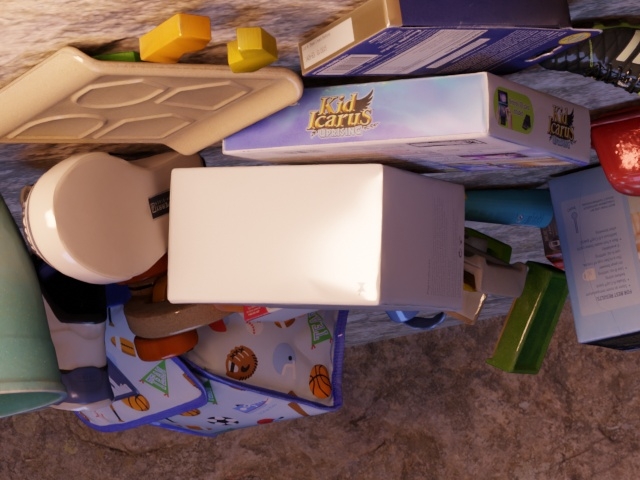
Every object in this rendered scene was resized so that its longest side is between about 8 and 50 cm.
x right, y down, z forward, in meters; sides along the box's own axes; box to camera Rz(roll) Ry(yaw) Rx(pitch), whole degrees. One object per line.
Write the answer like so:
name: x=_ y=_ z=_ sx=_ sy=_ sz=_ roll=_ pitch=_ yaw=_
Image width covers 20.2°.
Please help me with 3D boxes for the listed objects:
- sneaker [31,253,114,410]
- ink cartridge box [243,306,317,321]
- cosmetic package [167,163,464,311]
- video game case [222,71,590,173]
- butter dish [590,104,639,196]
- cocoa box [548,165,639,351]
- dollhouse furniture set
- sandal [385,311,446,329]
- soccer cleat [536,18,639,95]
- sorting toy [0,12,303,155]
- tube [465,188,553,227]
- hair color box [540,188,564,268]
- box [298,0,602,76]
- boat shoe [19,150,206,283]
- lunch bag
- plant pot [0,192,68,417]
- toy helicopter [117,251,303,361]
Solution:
sneaker: x=-0.354 y=0.087 z=2.359 sx=0.127 sy=0.182 sz=0.315 roll=-1 pitch=-163 yaw=-35
ink cartridge box: x=-0.045 y=0.013 z=2.131 sx=0.063 sy=0.150 sz=0.109 roll=2 pitch=166 yaw=-35
cosmetic package: x=0.000 y=0.000 z=1.777 sx=0.224 sy=0.138 sz=0.225 roll=0 pitch=178 yaw=24
video game case: x=0.085 y=-0.105 z=1.693 sx=0.269 sy=0.061 sz=0.244 roll=-2 pitch=175 yaw=29
butter dish: x=0.382 y=-0.089 z=2.035 sx=0.160 sy=0.118 sz=0.160 roll=-12 pitch=171 yaw=17
cocoa box: x=0.508 y=-0.001 z=2.337 sx=0.347 sy=0.231 sz=0.228 roll=-15 pitch=168 yaw=27
dollhouse furniture set: x=0.178 y=0.069 z=2.413 sx=0.197 sy=0.151 sz=0.301 roll=26 pitch=-172 yaw=30
sandal: x=0.112 y=0.052 z=2.568 sx=0.126 sy=0.138 sz=0.317 roll=-12 pitch=169 yaw=28
soccer cleat: x=0.283 y=-0.162 z=1.638 sx=0.179 sy=0.072 sz=0.060 roll=-6 pitch=170 yaw=-19
sorting toy: x=-0.135 y=-0.135 z=1.515 sx=0.229 sy=0.041 sz=0.307 roll=3 pitch=165 yaw=-36
tube: x=0.206 y=-0.045 z=2.358 sx=0.207 sy=0.052 sz=0.080 roll=1 pitch=162 yaw=-27
hair color box: x=0.337 y=-0.016 z=2.505 sx=0.053 sy=0.093 sz=0.167 roll=-13 pitch=171 yaw=13
box: x=0.111 y=-0.172 z=1.516 sx=0.225 sy=0.036 sz=0.136 roll=-2 pitch=169 yaw=-32
boat shoe: x=-0.235 y=-0.019 z=1.733 sx=0.158 sy=0.127 sz=0.340 roll=-9 pitch=-179 yaw=20
lunch bag: x=-0.204 y=0.152 z=2.591 sx=0.385 sy=0.239 sz=0.328 roll=19 pitch=156 yaw=-36
plant pot: x=-0.376 y=0.034 z=1.599 sx=0.272 sy=0.255 sz=0.271 roll=-9 pitch=171 yaw=-1
toy helicopter: x=-0.082 y=0.043 z=2.308 sx=0.355 sy=0.140 sz=0.235 roll=-22 pitch=-167 yaw=-24
